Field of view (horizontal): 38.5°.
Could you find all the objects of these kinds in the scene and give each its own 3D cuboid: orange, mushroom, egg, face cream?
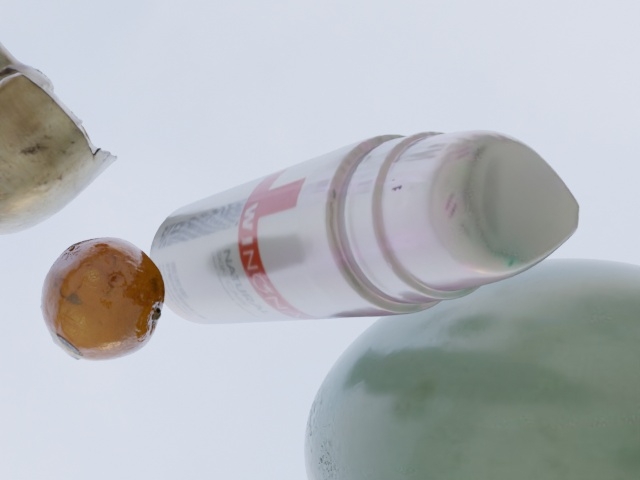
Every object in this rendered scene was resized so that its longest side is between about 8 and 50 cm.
[{"bbox_3d":[-0.141,0.038,0.595,0.083,0.083,0.083,-2,-85,-19],"label":"orange"},{"bbox_3d":[-0.359,-0.105,1.024,0.189,0.253,0.195,-44,-75,-10],"label":"mushroom"},{"bbox_3d":[0.165,0.154,0.693,0.276,0.389,0.276,21,-116,-53],"label":"egg"},{"bbox_3d":[0.000,0.000,0.566,0.102,0.345,0.102,4,-99,-30],"label":"face cream"}]
